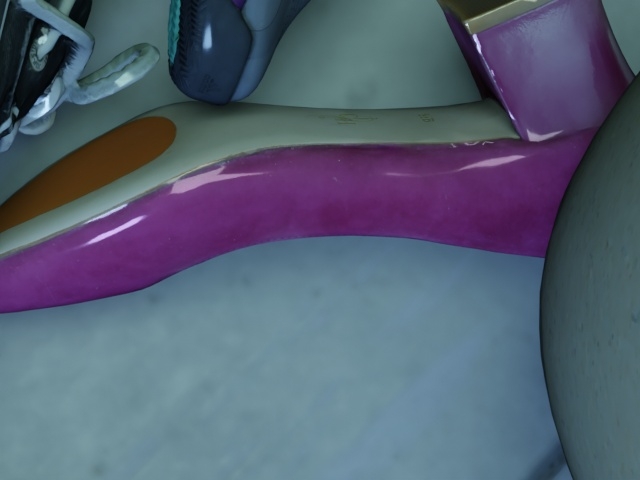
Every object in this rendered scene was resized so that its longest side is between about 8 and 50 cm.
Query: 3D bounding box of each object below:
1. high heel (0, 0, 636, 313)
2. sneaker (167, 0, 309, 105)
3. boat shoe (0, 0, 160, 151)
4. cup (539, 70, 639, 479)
[{"bbox_3d":[0.000,0.000,0.589,0.244,0.082,0.117,-25,113,-2],"label":"high heel"},{"bbox_3d":[0.018,-0.137,0.584,0.098,0.083,0.223,19,67,-10],"label":"sneaker"},{"bbox_3d":[-0.118,-0.074,0.563,0.113,0.105,0.306,-6,64,36],"label":"boat shoe"},{"bbox_3d":[0.195,0.027,0.478,0.331,0.237,0.331,-2,95,-27],"label":"cup"}]
